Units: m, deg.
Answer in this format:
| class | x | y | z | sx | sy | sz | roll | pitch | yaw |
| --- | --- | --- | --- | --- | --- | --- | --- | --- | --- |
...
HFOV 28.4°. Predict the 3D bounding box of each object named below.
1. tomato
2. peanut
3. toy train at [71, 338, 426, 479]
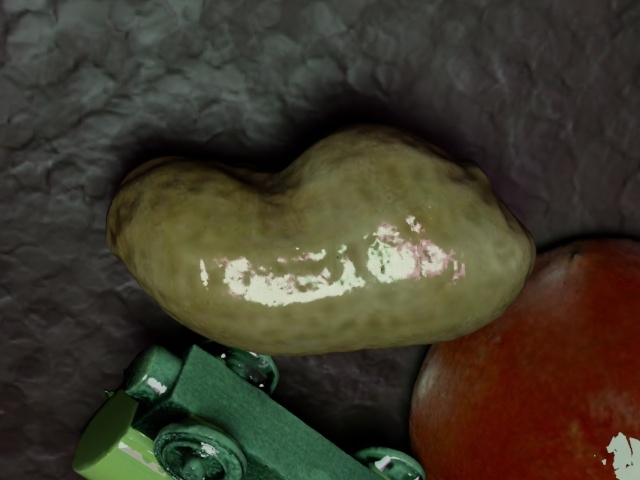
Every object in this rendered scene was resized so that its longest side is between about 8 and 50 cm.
| class | x | y | z | sx | sy | sz | roll | pitch | yaw |
| --- | --- | --- | --- | --- | --- | --- | --- | --- | --- |
| tomato | 0.214 | 0.157 | 0.824 | 0.309 | 0.170 | 0.309 | -4 | 116 | -7 |
| peanut | 0.000 | 0.000 | 0.753 | 0.253 | 0.122 | 0.137 | -7 | 105 | 0 |
| toy train | -0.043 | 0.166 | 0.833 | 0.253 | 0.105 | 0.157 | 37 | 133 | -20 |
